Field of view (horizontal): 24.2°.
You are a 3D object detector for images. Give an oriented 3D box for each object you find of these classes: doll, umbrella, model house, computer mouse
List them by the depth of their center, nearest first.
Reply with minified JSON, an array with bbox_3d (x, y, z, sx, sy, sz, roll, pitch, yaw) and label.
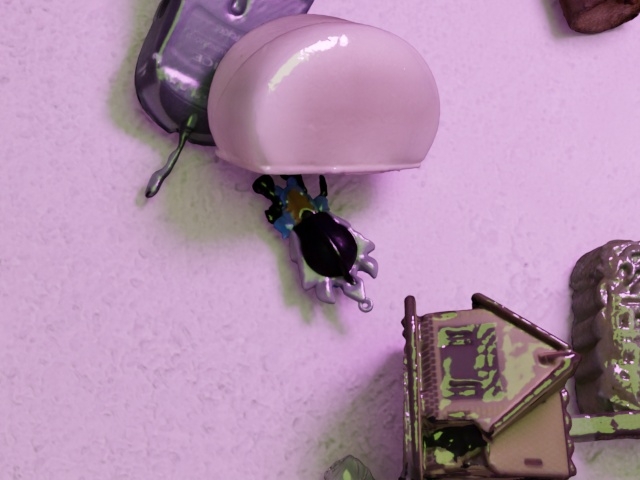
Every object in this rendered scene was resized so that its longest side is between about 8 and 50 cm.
[{"bbox_3d":[0.220,0.165,1.551,0.279,0.218,0.204,-3,75,5],"label":"model house"},{"bbox_3d":[0.059,0.293,1.592,0.143,0.067,0.062,52,25,4],"label":"umbrella"},{"bbox_3d":[0.000,0.000,1.662,0.096,0.070,0.195,-31,75,-14],"label":"doll"},{"bbox_3d":[-0.125,-0.219,1.688,0.167,0.090,0.379,27,81,-18],"label":"computer mouse"}]

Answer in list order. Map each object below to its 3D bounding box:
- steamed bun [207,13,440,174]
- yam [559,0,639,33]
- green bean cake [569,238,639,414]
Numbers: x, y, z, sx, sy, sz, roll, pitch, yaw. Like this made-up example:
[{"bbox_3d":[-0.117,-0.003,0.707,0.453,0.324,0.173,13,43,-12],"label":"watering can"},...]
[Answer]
[{"bbox_3d":[0.005,-0.161,1.628,0.242,0.146,0.164,-2,105,-32],"label":"steamed bun"},{"bbox_3d":[0.321,-0.404,1.844,0.131,0.131,0.279,-13,78,-18],"label":"yam"},{"bbox_3d":[0.402,0.117,1.711,0.223,0.125,0.227,3,78,-14],"label":"green bean cake"}]
